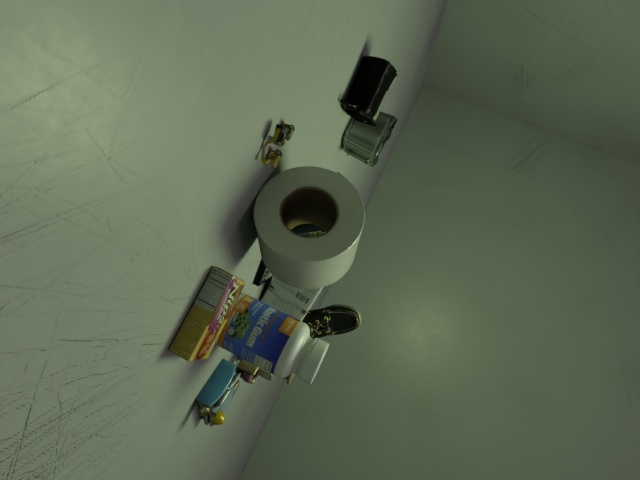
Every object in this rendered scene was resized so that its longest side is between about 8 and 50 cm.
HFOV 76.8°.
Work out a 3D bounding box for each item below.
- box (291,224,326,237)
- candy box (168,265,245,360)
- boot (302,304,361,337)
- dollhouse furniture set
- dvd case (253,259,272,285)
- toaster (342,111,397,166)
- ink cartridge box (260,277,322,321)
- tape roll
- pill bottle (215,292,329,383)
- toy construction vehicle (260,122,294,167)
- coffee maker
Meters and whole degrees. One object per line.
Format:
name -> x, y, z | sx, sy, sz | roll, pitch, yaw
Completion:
box -> 0.006, -0.061, 1.195 | 0.232, 0.183, 0.059 | -59, 139, -64
candy box -> -0.232, 0.154, 0.850 | 0.186, 0.053, 0.109 | -63, 170, -11
boot -> -0.037, 0.372, 1.695 | 0.284, 0.377, 0.138 | -22, 108, -69
dollhouse furniture set -> -0.230, 0.491, 1.268 | 0.303, 0.198, 0.286 | -56, 167, -44
dvd case -> -0.123, 0.028, 1.251 | 0.180, 0.022, 0.253 | -67, 171, 15
toaster -> 0.178, -0.395, 1.487 | 0.227, 0.146, 0.129 | -63, 171, -14
ink cartridge box -> -0.095, 0.179, 1.313 | 0.203, 0.148, 0.086 | -58, 176, 19
tape roll -> -0.027, -0.027, 0.948 | 0.169, 0.246, 0.246 | 97, 20, -62
pill bottle -> -0.122, 0.260, 1.052 | 0.152, 0.272, 0.152 | 24, 90, -81
toy construction vehicle -> -0.090, -0.200, 0.830 | 0.086, 0.035, 0.098 | -82, -163, -83
coffee maker -> 0.153, -0.466, 1.246 | 0.171, 0.120, 0.178 | -9, 122, -78
